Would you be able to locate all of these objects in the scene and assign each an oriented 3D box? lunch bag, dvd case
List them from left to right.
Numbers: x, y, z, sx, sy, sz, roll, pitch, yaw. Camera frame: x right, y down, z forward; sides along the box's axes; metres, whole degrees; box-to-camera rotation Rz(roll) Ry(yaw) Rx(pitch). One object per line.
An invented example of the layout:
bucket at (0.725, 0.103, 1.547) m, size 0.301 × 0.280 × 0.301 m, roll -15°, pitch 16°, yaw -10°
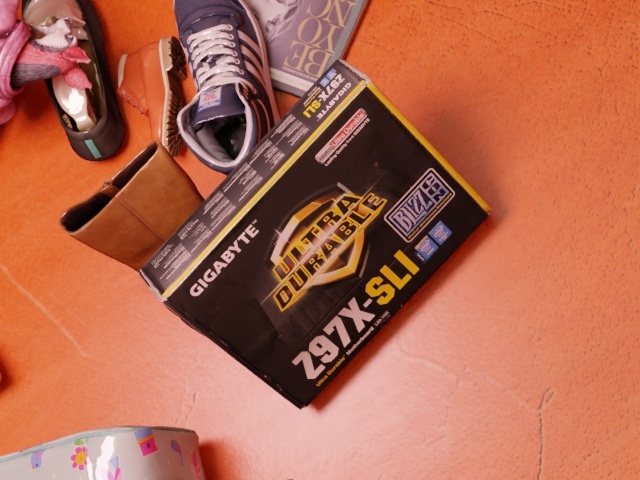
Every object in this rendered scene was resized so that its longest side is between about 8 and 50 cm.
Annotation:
lunch bag at (-0.267, 0.290, 1.691) m, size 0.279 × 0.224 × 0.108 m, roll -18°, pitch 72°, yaw 16°
dvd case at (-0.027, -0.292, 1.847) m, size 0.164 × 0.018 × 0.221 m, roll 22°, pitch 86°, yaw 17°

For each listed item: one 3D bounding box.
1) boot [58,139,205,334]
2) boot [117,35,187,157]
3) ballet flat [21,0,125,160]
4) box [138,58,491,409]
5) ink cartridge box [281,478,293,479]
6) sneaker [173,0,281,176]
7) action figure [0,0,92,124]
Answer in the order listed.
boot at (-0.114, -0.037, 1.682) m, size 0.264 × 0.280 × 0.096 m, roll -33°, pitch 46°, yaw 11°
boot at (-0.209, -0.170, 1.852) m, size 0.085 × 0.059 × 0.158 m, roll -11°, pitch 68°, yaw 15°
ballet flat at (-0.312, -0.233, 1.867) m, size 0.095 × 0.096 × 0.280 m, roll -25°, pitch 74°, yaw 5°
box at (0.000, 0.000, 1.661) m, size 0.322 × 0.257 × 0.079 m, roll -46°, pitch 40°, yaw 1°
ink cartridge box at (-0.104, 0.401, 1.725) m, size 0.232 × 0.066 × 0.189 m, roll -28°, pitch 73°, yaw 29°
sneaker at (-0.122, -0.198, 1.767) m, size 0.099 × 0.153 × 0.282 m, roll -21°, pitch 82°, yaw 15°
action figure at (-0.435, -0.244, 1.714) m, size 0.370 × 0.276 × 0.248 m, roll 16°, pitch 117°, yaw 16°
